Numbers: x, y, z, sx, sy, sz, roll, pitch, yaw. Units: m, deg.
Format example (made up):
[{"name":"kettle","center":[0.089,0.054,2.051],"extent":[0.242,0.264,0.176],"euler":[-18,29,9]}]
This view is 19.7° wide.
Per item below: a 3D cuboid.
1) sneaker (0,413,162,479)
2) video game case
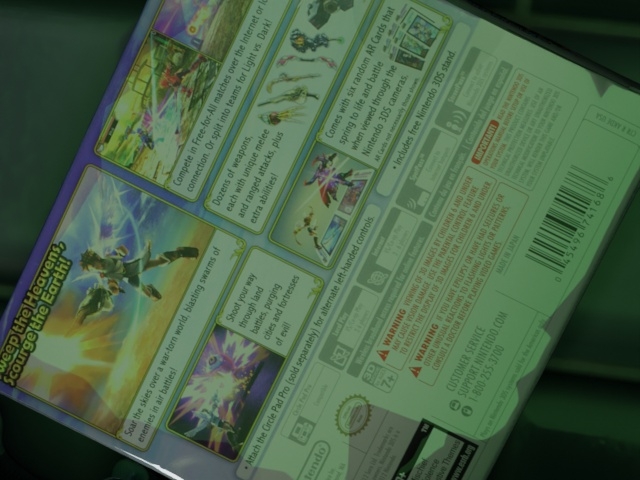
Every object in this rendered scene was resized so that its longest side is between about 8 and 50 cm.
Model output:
[{"name":"sneaker","center":[-0.096,0.180,0.908],"extent":[0.283,0.110,0.122],"euler":[30,91,-1]},{"name":"video game case","center":[0.000,0.000,0.892],"extent":[0.244,0.061,0.269],"euler":[27,100,1]}]
